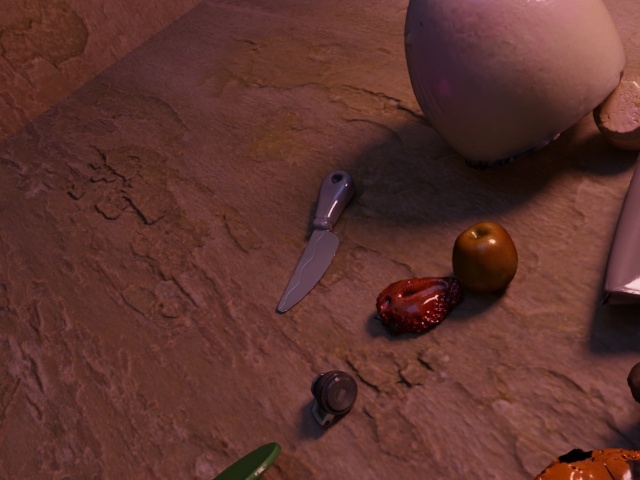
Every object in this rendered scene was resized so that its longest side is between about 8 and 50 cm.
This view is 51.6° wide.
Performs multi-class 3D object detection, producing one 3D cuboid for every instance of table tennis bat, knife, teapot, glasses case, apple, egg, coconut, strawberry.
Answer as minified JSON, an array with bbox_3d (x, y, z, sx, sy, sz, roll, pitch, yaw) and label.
[{"bbox_3d":[-0.121,0.338,0.895,0.160,0.039,0.257,-36,-3,-5],"label":"table tennis bat"},{"bbox_3d":[0.002,0.000,1.283,0.080,0.044,0.331,4,57,24],"label":"knife"},{"bbox_3d":[0.013,0.240,1.017,0.057,0.066,0.087,8,74,60],"label":"teapot"},{"bbox_3d":[0.503,-0.014,0.968,0.128,0.083,0.308,11,55,30],"label":"glasses case"},{"bbox_3d":[0.263,0.024,1.051,0.099,0.102,0.114,4,44,31],"label":"apple"},{"bbox_3d":[0.302,-0.359,1.165,0.355,0.339,0.354,-36,18,14],"label":"egg"},{"bbox_3d":[0.532,-0.214,1.131,0.116,0.122,0.116,-3,85,35],"label":"coconut"},{"bbox_3d":[0.157,0.098,1.081,0.152,0.048,0.103,-29,44,6],"label":"strawberry"}]

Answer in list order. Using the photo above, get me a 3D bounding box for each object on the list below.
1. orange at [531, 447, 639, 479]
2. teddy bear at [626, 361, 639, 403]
[{"bbox_3d":[0.313,0.322,0.661,0.235,0.182,0.234,-8,41,7],"label":"orange"},{"bbox_3d":[0.461,0.214,0.737,0.177,0.140,0.190,-36,39,43],"label":"teddy bear"}]
